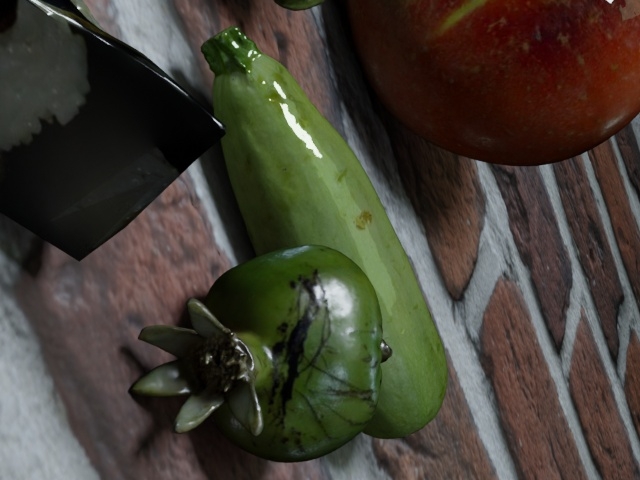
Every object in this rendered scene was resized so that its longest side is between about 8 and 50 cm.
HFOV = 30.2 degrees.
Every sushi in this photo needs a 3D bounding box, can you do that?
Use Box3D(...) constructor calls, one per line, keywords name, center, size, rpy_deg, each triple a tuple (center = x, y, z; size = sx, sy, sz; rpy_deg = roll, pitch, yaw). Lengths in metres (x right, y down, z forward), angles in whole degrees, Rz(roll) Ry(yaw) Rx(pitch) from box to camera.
Box3D(name="sushi", center=(-0.183, -0.123, 0.634), size=(0.273, 0.134, 0.109), rpy_deg=(39, 28, -32))

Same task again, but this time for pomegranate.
Box3D(name="pomegranate", center=(-0.035, 0.078, 0.816), size=(0.191, 0.131, 0.152), rpy_deg=(8, 73, -56))

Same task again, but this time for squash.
Box3D(name="squash", center=(0.001, -0.002, 0.956), size=(0.371, 0.118, 0.118), rpy_deg=(64, 27, -16))

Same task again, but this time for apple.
Box3D(name="apple", center=(0.202, -0.243, 1.240), size=(0.277, 0.348, 0.349), rpy_deg=(65, 17, -76))

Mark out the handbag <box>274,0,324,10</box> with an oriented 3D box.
Box3D(name="handbag", center=(-0.010, -0.356, 0.931), size=(0.241, 0.263, 0.222), rpy_deg=(45, 21, -52))
